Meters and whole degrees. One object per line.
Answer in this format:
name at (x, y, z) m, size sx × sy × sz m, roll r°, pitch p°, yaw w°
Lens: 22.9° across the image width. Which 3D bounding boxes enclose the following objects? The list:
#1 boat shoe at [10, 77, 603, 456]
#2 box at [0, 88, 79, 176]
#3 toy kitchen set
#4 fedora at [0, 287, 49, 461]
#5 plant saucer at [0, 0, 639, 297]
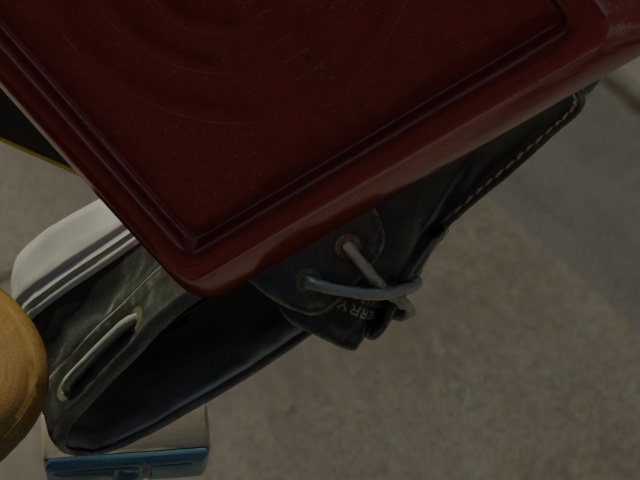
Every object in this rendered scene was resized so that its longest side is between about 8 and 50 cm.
boat shoe at (0.000, 0.000, 0.731) m, size 0.335 × 0.121 × 0.119 m, roll -32°, pitch 58°, yaw 25°
box at (-0.280, -0.225, 1.580) m, size 0.257 × 0.322 × 0.079 m, roll 26°, pitch 46°, yaw -17°
toy kitchen set at (-0.144, 0.236, 1.212) m, size 0.122 × 0.207 × 0.166 m, roll -4°, pitch 68°, yaw -8°
fedora at (-0.213, 0.077, 0.684) m, size 0.194 × 0.079 × 0.194 m, roll 4°, pitch 32°, yaw -2°
plant saucer at (-0.033, -0.110, 0.570) m, size 0.259 × 0.258 × 0.048 m, roll -30°, pitch 22°, yaw 27°
